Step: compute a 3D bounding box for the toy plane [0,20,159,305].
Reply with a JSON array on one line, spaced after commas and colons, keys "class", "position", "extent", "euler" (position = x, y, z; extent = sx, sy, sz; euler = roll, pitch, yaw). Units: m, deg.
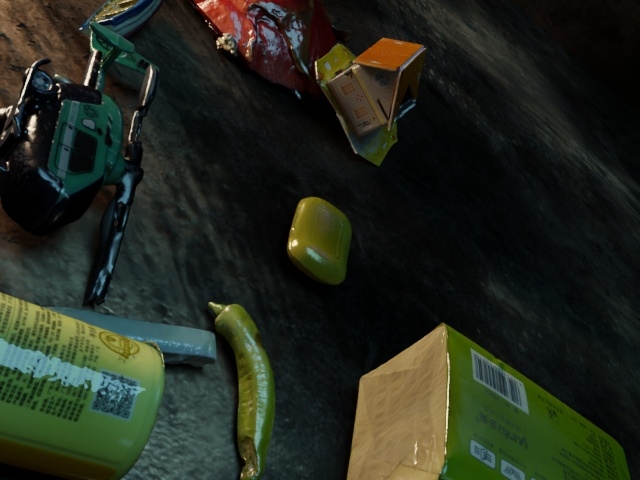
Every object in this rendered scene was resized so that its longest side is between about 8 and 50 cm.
[{"class": "toy plane", "position": [-0.250, -0.120, 0.752], "extent": [0.155, 0.106, 0.381], "euler": [30, 36, -32]}]

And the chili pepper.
[{"class": "chili pepper", "position": [-0.069, 0.146, 0.715], "extent": [0.049, 0.043, 0.208], "euler": [26, 37, -47]}]

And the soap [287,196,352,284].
[{"class": "soap", "position": [-0.001, 0.001, 0.932], "extent": [0.089, 0.045, 0.140], "euler": [31, 38, -16]}]

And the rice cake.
[{"class": "rice cake", "position": [-0.177, 0.094, 0.662], "extent": [0.180, 0.030, 0.042], "euler": [15, 48, -35]}]

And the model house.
[{"class": "model house", "position": [0.118, -0.256, 1.188], "extent": [0.207, 0.136, 0.219], "euler": [60, 35, -13]}]

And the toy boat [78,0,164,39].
[{"class": "toy boat", "position": [-0.258, -0.320, 0.981], "extent": [0.229, 0.080, 0.046], "euler": [-77, 151, -54]}]

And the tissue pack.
[{"class": "tissue pack", "position": [0.180, 0.255, 0.754], "extent": [0.275, 0.167, 0.200], "euler": [35, 37, -17]}]

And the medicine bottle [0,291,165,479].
[{"class": "medicine bottle", "position": [-0.242, 0.095, 0.517], "extent": [0.239, 0.124, 0.124], "euler": [24, 40, -27]}]

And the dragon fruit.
[{"class": "dragon fruit", "position": [-0.053, -0.367, 1.219], "extent": [0.282, 0.100, 0.343], "euler": [55, 36, 6]}]
